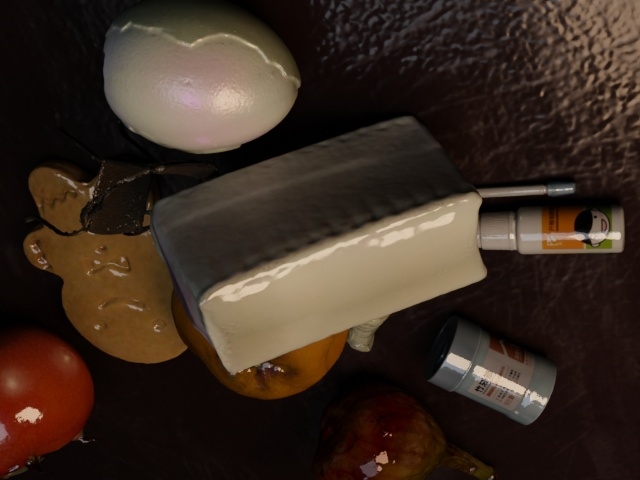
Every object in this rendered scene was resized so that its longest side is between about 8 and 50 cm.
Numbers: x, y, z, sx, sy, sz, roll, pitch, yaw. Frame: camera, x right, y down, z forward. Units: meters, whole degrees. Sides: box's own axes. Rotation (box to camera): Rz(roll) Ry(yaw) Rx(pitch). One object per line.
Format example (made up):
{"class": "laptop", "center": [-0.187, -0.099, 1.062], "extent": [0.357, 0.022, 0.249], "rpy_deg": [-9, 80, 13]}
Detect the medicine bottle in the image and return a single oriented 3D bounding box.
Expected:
{"class": "medicine bottle", "center": [0.265, -0.028, 1.263], "extent": [0.221, 0.061, 0.092], "rpy_deg": [-1, 100, 15]}

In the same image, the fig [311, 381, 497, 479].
{"class": "fig", "center": [0.117, 0.310, 1.501], "extent": [0.191, 0.190, 0.290], "rpy_deg": [-32, 148, 31]}

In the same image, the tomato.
{"class": "tomato", "center": [-0.469, 0.246, 1.526], "extent": [0.256, 0.256, 0.224], "rpy_deg": [-24, 100, 28]}

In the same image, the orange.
{"class": "orange", "center": [-0.087, 0.113, 1.361], "extent": [0.249, 0.183, 0.249], "rpy_deg": [6, 130, 7]}

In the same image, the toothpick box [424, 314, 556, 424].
{"class": "toothpick box", "center": [0.233, 0.178, 1.387], "extent": [0.153, 0.101, 0.101], "rpy_deg": [24, 127, -6]}

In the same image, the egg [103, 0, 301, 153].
{"class": "egg", "center": [-0.131, -0.192, 1.161], "extent": [0.217, 0.183, 0.183], "rpy_deg": [4, 126, 9]}

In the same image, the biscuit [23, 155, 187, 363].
{"class": "biscuit", "center": [-0.293, 0.039, 1.451], "extent": [0.275, 0.052, 0.355], "rpy_deg": [2, 125, 13]}

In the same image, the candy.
{"class": "candy", "center": [0.000, 0.000, 1.173], "extent": [0.359, 0.208, 0.145], "rpy_deg": [-21, 129, -9]}

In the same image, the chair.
{"class": "chair", "center": [-0.235, -0.065, 1.232], "extent": [0.213, 0.174, 0.149], "rpy_deg": [20, 102, 35]}

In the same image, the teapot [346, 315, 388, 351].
{"class": "teapot", "center": [0.059, 0.114, 1.418], "extent": [0.067, 0.057, 0.083], "rpy_deg": [42, 137, 27]}
